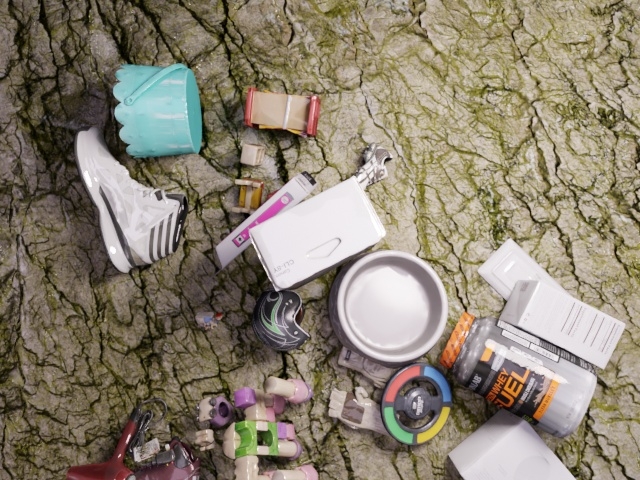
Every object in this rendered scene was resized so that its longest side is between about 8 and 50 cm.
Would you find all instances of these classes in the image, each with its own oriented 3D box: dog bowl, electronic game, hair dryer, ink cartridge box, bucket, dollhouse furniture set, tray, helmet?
[{"bbox_3d":[0.197,0.186,1.202,0.349,0.102,0.348,0,76,-1],"label":"dog bowl"},{"bbox_3d":[0.272,0.458,1.188,0.229,0.048,0.229,0,90,-19],"label":"electronic game"},{"bbox_3d":[-0.554,0.602,1.185,0.293,0.080,0.223,-24,40,-17],"label":"hair dryer"},{"bbox_3d":[-0.170,-0.044,1.158,0.371,0.176,0.069,-42,96,15],"label":"ink cartridge box"},{"bbox_3d":[0.000,0.000,1.106,0.279,0.384,0.160,-28,84,-1],"label":"ink cartridge box"},{"bbox_3d":[-0.456,-0.373,1.224,0.183,0.281,0.281,-3,84,-7],"label":"bucket"},{"bbox_3d":[-0.129,-0.258,1.278,0.201,0.152,0.374,10,102,3],"label":"dollhouse furniture set"},{"bbox_3d":[0.613,0.135,1.245,0.145,0.030,0.270,-45,84,-3],"label":"tray"},{"bbox_3d":[-0.111,0.231,1.204,0.169,0.169,0.161,4,70,3],"label":"helmet"}]

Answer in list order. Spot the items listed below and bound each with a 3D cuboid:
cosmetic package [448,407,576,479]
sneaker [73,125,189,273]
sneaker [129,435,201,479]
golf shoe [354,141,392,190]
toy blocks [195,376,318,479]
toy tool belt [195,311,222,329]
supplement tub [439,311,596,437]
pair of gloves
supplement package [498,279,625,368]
[{"bbox_3d":[0.517,0.626,1.148,0.225,0.138,0.224,-39,84,-3],"label":"cosmetic package"},{"bbox_3d":[-0.548,-0.149,1.279,0.257,0.169,0.447,-18,92,-8],"label":"sneaker"},{"bbox_3d":[-0.473,0.649,1.224,0.281,0.106,0.162,7,69,4],"label":"sneaker"},{"bbox_3d":[0.152,-0.195,1.274,0.094,0.077,0.198,24,87,4],"label":"golf shoe"},{"bbox_3d":[-0.141,0.557,1.167,0.309,0.260,0.288,-27,53,23],"label":"toy blocks"},{"bbox_3d":[-0.334,0.243,1.273,0.083,0.052,0.051,-1,116,6],"label":"toy tool belt"},{"bbox_3d":[0.506,0.338,1.117,0.338,0.207,0.207,25,86,23],"label":"supplement tub"},{"bbox_3d":[0.137,0.430,1.233,0.204,0.042,0.240,11,83,7],"label":"pair of gloves"},{"bbox_3d":[0.648,0.221,1.150,0.244,0.139,0.134,27,87,3],"label":"supplement package"}]
